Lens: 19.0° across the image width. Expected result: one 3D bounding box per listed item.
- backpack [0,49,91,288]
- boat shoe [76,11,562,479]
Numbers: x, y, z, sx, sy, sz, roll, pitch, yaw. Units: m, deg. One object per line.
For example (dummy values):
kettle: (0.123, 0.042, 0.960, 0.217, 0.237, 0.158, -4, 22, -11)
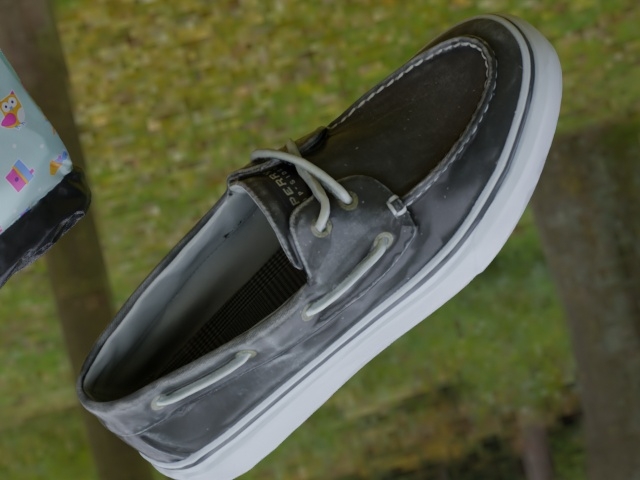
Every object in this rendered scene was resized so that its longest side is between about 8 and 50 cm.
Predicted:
backpack: (-0.214, -0.058, 1.023, 0.115, 0.182, 0.152, 3, -139, 51)
boat shoe: (0.000, 0.000, 1.064, 0.335, 0.121, 0.119, -50, 140, 5)
